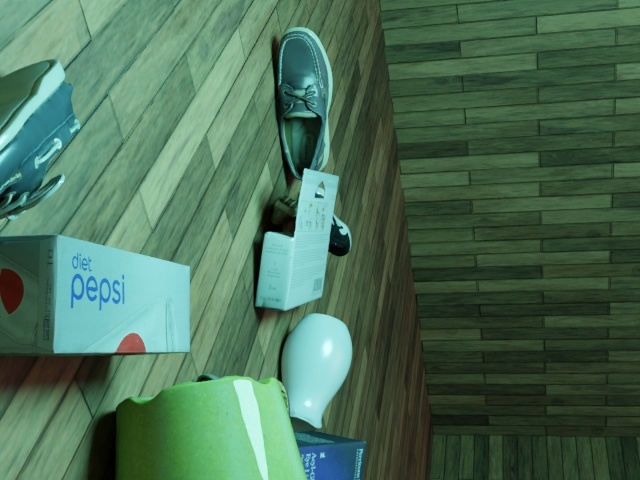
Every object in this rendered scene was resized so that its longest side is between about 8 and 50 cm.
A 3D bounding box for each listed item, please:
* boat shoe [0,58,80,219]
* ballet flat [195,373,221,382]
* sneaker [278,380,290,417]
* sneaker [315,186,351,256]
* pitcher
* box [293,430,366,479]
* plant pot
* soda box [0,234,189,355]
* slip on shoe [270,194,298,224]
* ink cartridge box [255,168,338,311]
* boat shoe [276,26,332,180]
[{"bbox_3d":[-0.252,-0.060,0.705,0.255,0.095,0.079,-88,159,-58],"label":"boat shoe"},{"bbox_3d":[-0.156,0.269,1.155,0.068,0.072,0.213,40,41,-35],"label":"ballet flat"},{"bbox_3d":[-0.081,0.315,1.461,0.084,0.069,0.186,4,91,-85],"label":"sneaker"},{"bbox_3d":[0.000,0.000,1.846,0.217,0.079,0.121,59,34,-49],"label":"sneaker"},{"bbox_3d":[-0.019,0.253,1.648,0.178,0.125,0.207,108,-2,-64],"label":"pitcher"},{"bbox_3d":[-0.035,0.372,1.358,0.207,0.108,0.153,11,84,-53],"label":"box"},{"bbox_3d":[-0.111,0.284,0.955,0.276,0.275,0.254,46,33,-71],"label":"plant pot"},{"bbox_3d":[-0.214,0.059,0.841,0.286,0.091,0.098,29,60,-75],"label":"soda box"},{"bbox_3d":[-0.061,-0.052,1.646,0.041,0.051,0.135,-60,178,10],"label":"slip on shoe"},{"bbox_3d":[-0.037,-0.006,1.608,0.275,0.060,0.239,-5,102,-77],"label":"ink cartridge box"},{"bbox_3d":[-0.032,-0.247,1.676,0.092,0.102,0.285,-76,166,-64],"label":"boat shoe"}]
